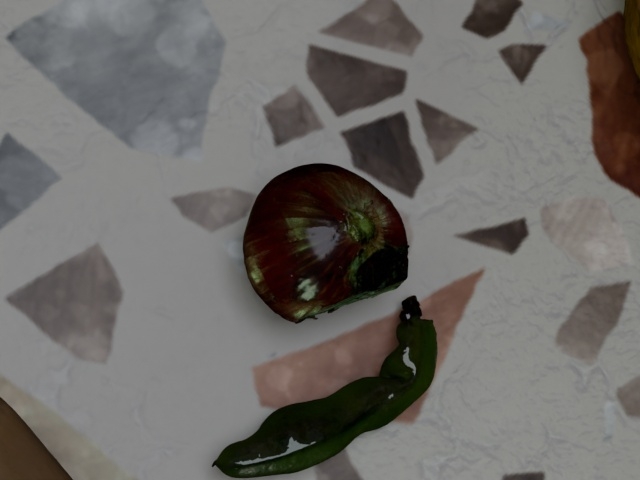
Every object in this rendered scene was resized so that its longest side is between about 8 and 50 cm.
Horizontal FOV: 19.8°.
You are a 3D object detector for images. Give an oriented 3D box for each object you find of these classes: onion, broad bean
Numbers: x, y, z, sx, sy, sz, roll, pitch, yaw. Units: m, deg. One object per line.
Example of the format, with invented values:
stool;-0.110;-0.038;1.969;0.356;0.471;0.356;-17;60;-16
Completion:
onion;0.000;0.000;1.292;0.117;0.118;0.118;-21;81;-46
broad bean;0.015;0.118;1.298;0.195;0.046;0.061;-39;76;-19

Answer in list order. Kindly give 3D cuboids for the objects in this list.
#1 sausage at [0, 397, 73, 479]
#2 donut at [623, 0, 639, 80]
sausage;-0.175;0.233;1.204;0.123;0.123;0.253;-40;85;-15
donut;0.353;-0.160;1.380;0.278;0.108;0.277;2;78;-9
